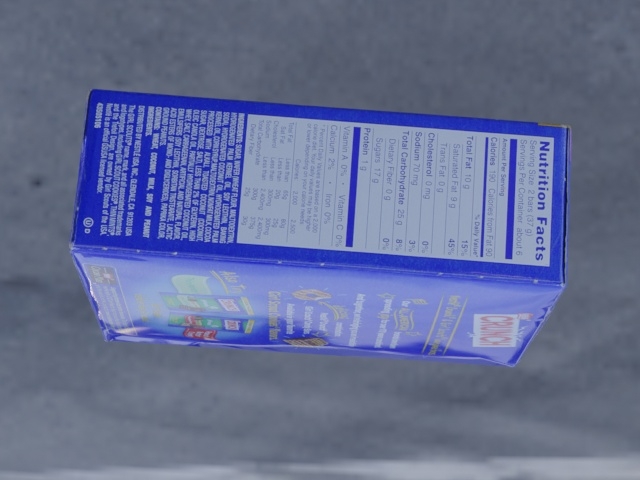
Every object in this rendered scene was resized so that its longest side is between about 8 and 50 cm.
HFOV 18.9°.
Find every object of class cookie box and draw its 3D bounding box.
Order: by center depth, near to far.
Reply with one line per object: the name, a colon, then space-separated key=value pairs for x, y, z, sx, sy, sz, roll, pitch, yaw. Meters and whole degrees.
cookie box: x=0.000 y=0.000 z=0.452 sx=0.107 sy=0.040 sz=0.092 roll=5 pitch=165 yaw=-1
